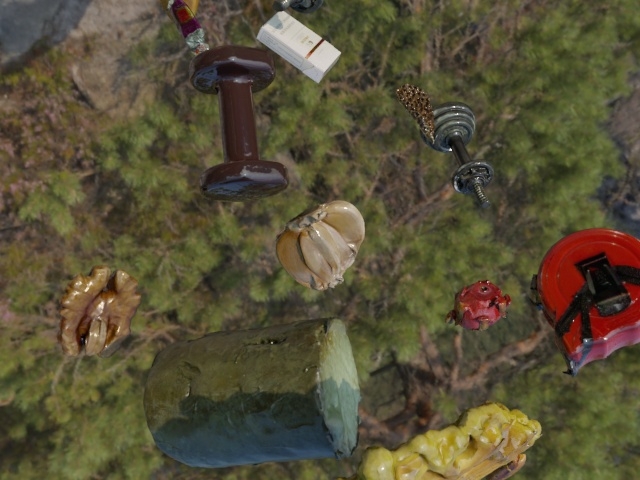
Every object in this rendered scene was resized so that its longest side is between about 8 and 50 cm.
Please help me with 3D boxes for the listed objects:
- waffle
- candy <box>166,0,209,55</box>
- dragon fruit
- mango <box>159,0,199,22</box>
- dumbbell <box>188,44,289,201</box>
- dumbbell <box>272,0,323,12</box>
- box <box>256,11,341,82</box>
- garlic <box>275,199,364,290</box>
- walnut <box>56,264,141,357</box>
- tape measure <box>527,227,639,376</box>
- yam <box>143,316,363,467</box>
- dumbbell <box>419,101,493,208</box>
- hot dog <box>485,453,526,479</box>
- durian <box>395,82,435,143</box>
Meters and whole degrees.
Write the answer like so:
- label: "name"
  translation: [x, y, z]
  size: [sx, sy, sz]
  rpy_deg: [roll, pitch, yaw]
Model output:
- label: "waffle"
  translation: [0.077, 0.265, 0.714]
  size: [0.307, 0.060, 0.312]
  rpy_deg: [3, 139, -43]
- label: "candy"
  translation: [-0.252, -0.412, 1.304]
  size: [0.045, 0.175, 0.043]
  rpy_deg: [-30, 157, 0]
- label: "dragon fruit"
  translation: [0.315, 0.121, 1.389]
  size: [0.126, 0.112, 0.068]
  rpy_deg: [3, 135, 34]
- label: "mango"
  translation: [-0.339, -0.591, 1.631]
  size: [0.089, 0.115, 0.165]
  rpy_deg: [-50, 171, -30]
- label: "dumbbell"
  translation: [-0.127, -0.177, 1.067]
  size: [0.140, 0.225, 0.124]
  rpy_deg: [1, 167, -33]
- label: "dumbbell"
  translation: [-0.001, -0.434, 1.130]
  size: [0.254, 0.081, 0.081]
  rpy_deg: [-51, 179, -37]
- label: "box"
  translation: [-0.042, -0.395, 1.397]
  size: [0.084, 0.154, 0.040]
  rpy_deg: [-56, -177, -41]
- label: "garlic"
  translation: [0.003, 0.001, 0.785]
  size: [0.113, 0.094, 0.074]
  rpy_deg: [-28, -160, 28]
- label: "walnut"
  translation: [-0.394, 0.121, 1.210]
  size: [0.143, 0.069, 0.170]
  rpy_deg: [14, 99, -38]
- label: "tape measure"
  translation: [0.540, 0.103, 1.349]
  size: [0.253, 0.260, 0.114]
  rpy_deg: [-25, 149, 7]
- label: "yam"
  translation: [-0.090, 0.220, 0.982]
  size: [0.300, 0.195, 0.195]
  rpy_deg: [-11, 166, 26]
- label: "dumbbell"
  translation: [0.261, -0.156, 1.270]
  size: [0.110, 0.254, 0.110]
  rpy_deg: [-8, 139, -7]
- label: "hot dog"
  translation: [0.405, 0.496, 1.545]
  size: [0.045, 0.071, 0.165]
  rpy_deg: [-20, 152, -27]
- label: "durian"
  translation: [0.171, -0.233, 1.254]
  size: [0.052, 0.130, 0.066]
  rpy_deg: [-23, 163, -27]
